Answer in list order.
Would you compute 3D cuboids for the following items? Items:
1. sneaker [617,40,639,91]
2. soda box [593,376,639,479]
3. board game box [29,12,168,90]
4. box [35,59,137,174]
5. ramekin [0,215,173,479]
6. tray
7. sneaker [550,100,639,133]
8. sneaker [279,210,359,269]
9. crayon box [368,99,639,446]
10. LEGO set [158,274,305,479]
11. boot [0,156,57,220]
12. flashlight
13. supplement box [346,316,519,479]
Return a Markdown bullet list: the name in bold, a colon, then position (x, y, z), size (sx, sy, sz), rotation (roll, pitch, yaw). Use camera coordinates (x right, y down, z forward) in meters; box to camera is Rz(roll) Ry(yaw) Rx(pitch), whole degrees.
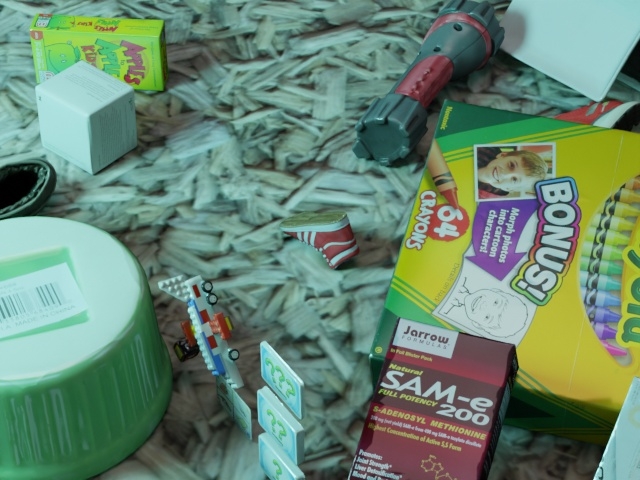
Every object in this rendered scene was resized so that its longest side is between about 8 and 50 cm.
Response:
- **sneaker**: position (0.405, -0.309, 2.156), size (0.295, 0.147, 0.104), rotation (26, 49, 28)
- **soda box**: position (0.310, 0.232, 1.530), size (0.063, 0.058, 0.183), rotation (20, 81, 19)
- **board game box**: position (-0.307, -0.262, 2.139), size (0.181, 0.092, 0.043), rotation (4, 41, 5)
- **box**: position (-0.306, -0.162, 2.019), size (0.101, 0.102, 0.087), rotation (29, 47, 28)
- **ramekin**: position (-0.316, 0.110, 1.671), size (0.303, 0.148, 0.303), rotation (0, 41, 0)
- **tray**: position (0.346, -0.289, 2.102), size (0.030, 0.145, 0.270), rotation (25, 10, -36)
- **sneaker**: position (0.304, -0.102, 1.977), size (0.279, 0.107, 0.118), rotation (-28, 30, -33)
- **sneaker**: position (0.000, 0.000, 1.888), size (0.042, 0.067, 0.118), rotation (-38, 24, -32)
- **crayon box**: position (0.252, 0.032, 1.730), size (0.313, 0.106, 0.363), rotation (10, 58, 13)
- **LEGO set**: position (-0.098, 0.149, 1.603), size (0.060, 0.182, 0.244), rotation (-22, 44, -25)
- **boot**: position (-0.365, -0.063, 1.833), size (0.076, 0.208, 0.189), rotation (46, 60, -3)
- **flashlight**: position (0.152, -0.218, 2.086), size (0.103, 0.103, 0.304), rotation (20, 43, 17)
- **supplement box**: position (0.108, 0.209, 1.546), size (0.130, 0.073, 0.239), rotation (13, 68, 14)
